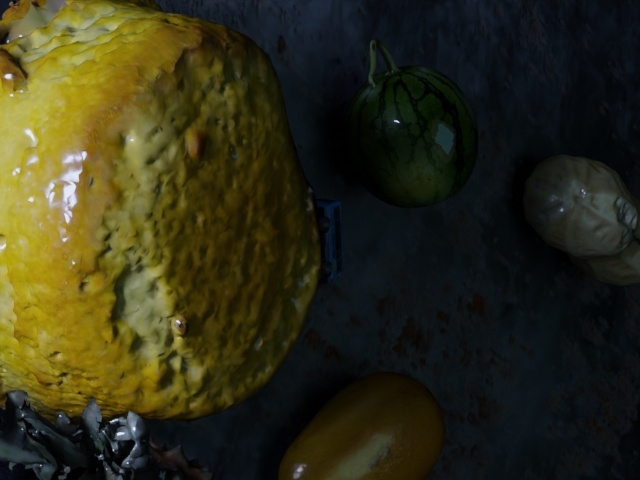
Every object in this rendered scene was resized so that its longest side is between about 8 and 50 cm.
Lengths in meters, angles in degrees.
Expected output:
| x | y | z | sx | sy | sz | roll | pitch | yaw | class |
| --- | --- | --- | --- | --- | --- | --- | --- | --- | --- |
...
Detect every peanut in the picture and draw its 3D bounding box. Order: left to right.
| x | y | z | sx | sy | sz | roll | pitch | yaw | class |
| --- | --- | --- | --- | --- | --- | --- | --- | --- | --- |
| 0.358 | -0.023 | 2.023 | 0.290 | 0.130 | 0.130 | 31 | 71 | -54 | peanut |

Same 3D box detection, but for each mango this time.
| x | y | z | sx | sy | sz | roll | pitch | yaw | class |
| --- | --- | --- | --- | --- | --- | --- | --- | --- | --- |
| 0.040 | 0.221 | 1.642 | 0.219 | 0.112 | 0.145 | -24 | 116 | -37 | mango |

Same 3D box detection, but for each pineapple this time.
| x | y | z | sx | sy | sz | roll | pitch | yaw | class |
| --- | --- | --- | --- | --- | --- | --- | --- | --- | --- |
| -0.142 | 0.212 | 1.204 | 0.361 | 0.175 | 0.175 | 89 | 26 | -60 | pineapple |

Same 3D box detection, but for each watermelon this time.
| x | y | z | sx | sy | sz | roll | pitch | yaw | class |
| --- | --- | --- | --- | --- | --- | --- | --- | --- | --- |
| 0.090 | -0.125 | 1.616 | 0.140 | 0.140 | 0.187 | -39 | 122 | -44 | watermelon |

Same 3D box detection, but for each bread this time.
| x | y | z | sx | sy | sz | roll | pitch | yaw | class |
| --- | --- | --- | --- | --- | --- | --- | --- | --- | --- |
| -0.146 | -0.026 | 1.254 | 0.337 | 0.204 | 0.358 | -50 | 132 | -44 | bread |

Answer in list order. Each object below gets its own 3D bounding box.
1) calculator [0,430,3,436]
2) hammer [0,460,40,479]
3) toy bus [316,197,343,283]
| x | y | z | sx | sy | sz | roll | pitch | yaw | class |
| --- | --- | --- | --- | --- | --- | --- | --- | --- | --- |
| -0.262 | 0.252 | 1.277 | 0.268 | 0.040 | 0.177 | 43 | 62 | -50 | calculator |
| -0.261 | 0.210 | 1.116 | 0.290 | 0.037 | 0.137 | -39 | 146 | -75 | hammer |
| 0.000 | 0.000 | 1.599 | 0.046 | 0.038 | 0.083 | -25 | 117 | -53 | toy bus |
